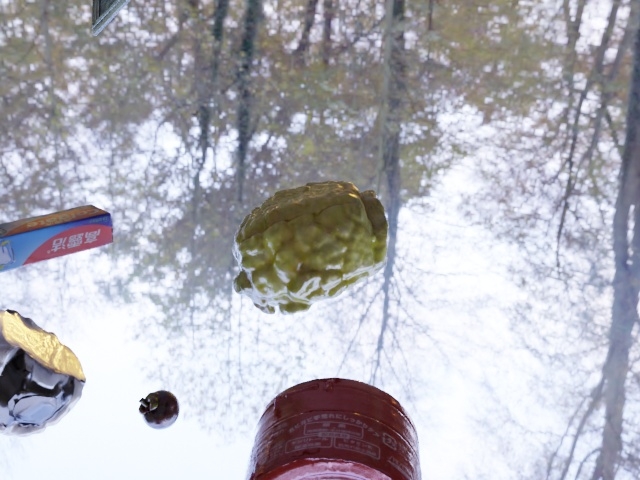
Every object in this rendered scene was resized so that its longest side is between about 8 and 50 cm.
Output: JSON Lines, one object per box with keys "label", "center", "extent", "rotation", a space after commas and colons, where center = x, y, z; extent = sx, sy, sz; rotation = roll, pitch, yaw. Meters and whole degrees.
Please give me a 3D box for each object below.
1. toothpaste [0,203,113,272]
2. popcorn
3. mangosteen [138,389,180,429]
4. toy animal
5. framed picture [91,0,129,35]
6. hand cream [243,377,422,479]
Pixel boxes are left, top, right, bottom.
{"label": "toothpaste", "center": [-0.513, 0.006, 1.249], "extent": [0.076, 0.066, 0.320], "rotation": [20, -152, 41]}
{"label": "popcorn", "center": [0.000, 0.000, 1.135], "extent": [0.225, 0.174, 0.286], "rotation": [-9, -165, 32]}
{"label": "mangosteen", "center": [-0.320, 0.338, 1.475], "extent": [0.081, 0.081, 0.081], "rotation": [2, -150, -1]}
{"label": "toy animal", "center": [-0.551, 0.240, 1.333], "extent": [0.156, 0.208, 0.204], "rotation": [-44, -136, -1]}
{"label": "framed picture", "center": [-0.244, -0.362, 0.908], "extent": [0.011, 0.142, 0.183], "rotation": [17, -123, -43]}
{"label": "hand cream", "center": [0.016, 0.297, 0.908], "extent": [0.230, 0.230, 0.149], "rotation": [5, -155, 2]}
